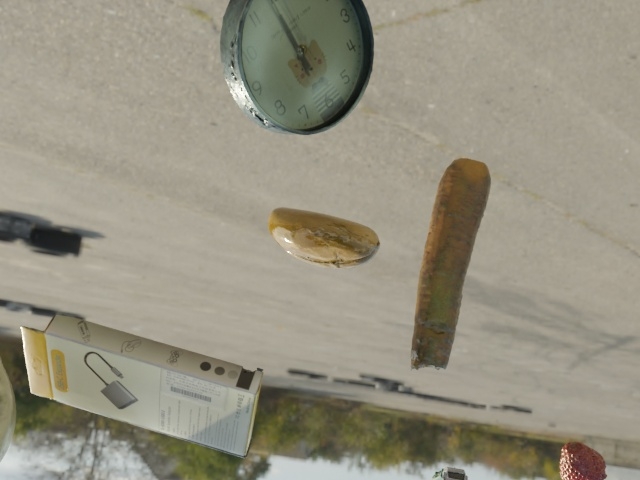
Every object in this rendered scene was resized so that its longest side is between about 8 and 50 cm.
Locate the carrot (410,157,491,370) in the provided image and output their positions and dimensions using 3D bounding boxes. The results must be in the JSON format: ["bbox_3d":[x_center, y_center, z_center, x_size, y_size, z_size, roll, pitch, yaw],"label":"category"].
[{"bbox_3d":[0.099,0.019,0.629,0.042,0.170,0.042,12,167,3],"label":"carrot"}]

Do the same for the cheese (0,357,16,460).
[{"bbox_3d":[-0.300,0.129,0.432,0.266,0.127,0.233,-29,-178,-37],"label":"cheese"}]

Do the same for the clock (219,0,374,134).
[{"bbox_3d":[-0.024,-0.248,1.062,0.226,0.226,0.049,17,180,-40],"label":"clock"}]

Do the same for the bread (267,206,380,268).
[{"bbox_3d":[0.000,0.000,1.230,0.189,0.077,0.114,10,172,29],"label":"bread"}]

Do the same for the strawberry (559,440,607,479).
[{"bbox_3d":[0.407,0.351,1.280,0.073,0.073,0.083,-1,139,37],"label":"strawberry"}]

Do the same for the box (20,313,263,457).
[{"bbox_3d":[-0.184,0.149,0.850,0.247,0.033,0.129,16,136,2],"label":"box"}]

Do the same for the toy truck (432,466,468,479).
[{"bbox_3d":[0.180,0.340,1.147,0.039,0.044,0.083,10,156,-4],"label":"toy truck"}]
